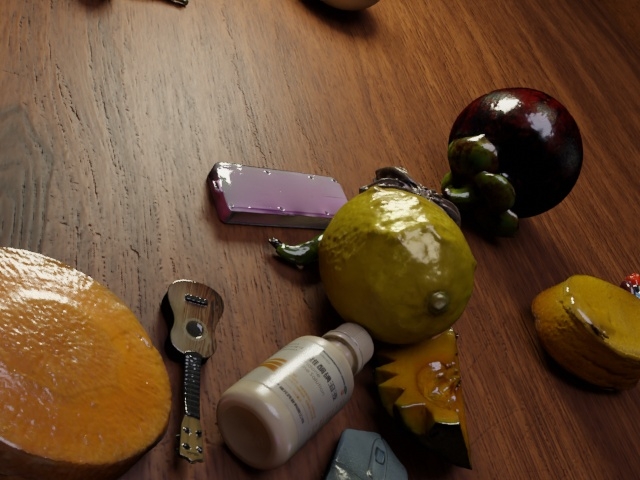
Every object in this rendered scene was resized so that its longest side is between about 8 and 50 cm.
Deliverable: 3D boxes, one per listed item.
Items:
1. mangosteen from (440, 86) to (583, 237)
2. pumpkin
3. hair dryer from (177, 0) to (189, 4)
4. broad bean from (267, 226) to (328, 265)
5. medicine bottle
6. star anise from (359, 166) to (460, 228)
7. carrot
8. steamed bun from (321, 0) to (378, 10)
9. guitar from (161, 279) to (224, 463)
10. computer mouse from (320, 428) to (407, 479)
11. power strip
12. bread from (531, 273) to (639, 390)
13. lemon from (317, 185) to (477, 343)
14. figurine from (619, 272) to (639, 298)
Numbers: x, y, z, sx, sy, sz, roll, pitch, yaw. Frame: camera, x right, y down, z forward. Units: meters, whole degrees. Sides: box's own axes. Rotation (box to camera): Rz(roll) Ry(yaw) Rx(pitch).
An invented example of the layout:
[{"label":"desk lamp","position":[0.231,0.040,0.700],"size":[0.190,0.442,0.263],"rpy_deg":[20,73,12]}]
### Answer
[{"label":"mangosteen","position":[0.403,-0.178,1.471],"size":[0.311,0.311,0.311],"rpy_deg":[21,42,-20]},{"label":"pumpkin","position":[0.150,0.249,1.012],"size":[0.130,0.149,0.254],"rpy_deg":[-7,22,10]},{"label":"hair dryer","position":[-0.403,-0.576,1.410],"size":[0.219,0.088,0.225],"rpy_deg":[49,27,19]},{"label":"broad bean","position":[0.002,0.007,1.159],"size":[0.195,0.046,0.061],"rpy_deg":[-10,61,-41]},{"label":"medicine bottle","position":[-0.018,0.190,0.909],"size":[0.114,0.114,0.252],"rpy_deg":[47,39,11]},{"label":"star anise","position":[0.184,-0.055,1.330],"size":[0.236,0.093,0.229],"rpy_deg":[16,37,-28]},{"label":"carrot","position":[-0.310,0.147,0.757],"size":[0.307,0.100,0.258],"rpy_deg":[36,36,-16]},{"label":"steamed bun","position":[0.048,-0.718,1.799],"size":[0.283,0.177,0.283],"rpy_deg":[19,48,-23]},{"label":"guitar","position":[-0.166,0.165,0.877],"size":[0.084,0.038,0.271],"rpy_deg":[16,41,-24]},{"label":"computer mouse","position":[0.054,0.322,0.870],"size":[0.113,0.068,0.229],"rpy_deg":[37,39,-4]},{"label":"power strip","position":[-0.065,-0.074,1.191],"size":[0.279,0.037,0.109],"rpy_deg":[3,50,-35]},{"label":"bread","position":[0.532,0.178,1.320],"size":[0.270,0.142,0.195],"rpy_deg":[21,44,-17]},{"label":"lemon","position":[0.112,0.037,1.058],"size":[0.234,0.233,0.288],"rpy_deg":[17,19,-25]},{"label":"figurine","position":[0.753,0.120,1.577],"size":[0.185,0.127,0.234],"rpy_deg":[32,49,5]}]
